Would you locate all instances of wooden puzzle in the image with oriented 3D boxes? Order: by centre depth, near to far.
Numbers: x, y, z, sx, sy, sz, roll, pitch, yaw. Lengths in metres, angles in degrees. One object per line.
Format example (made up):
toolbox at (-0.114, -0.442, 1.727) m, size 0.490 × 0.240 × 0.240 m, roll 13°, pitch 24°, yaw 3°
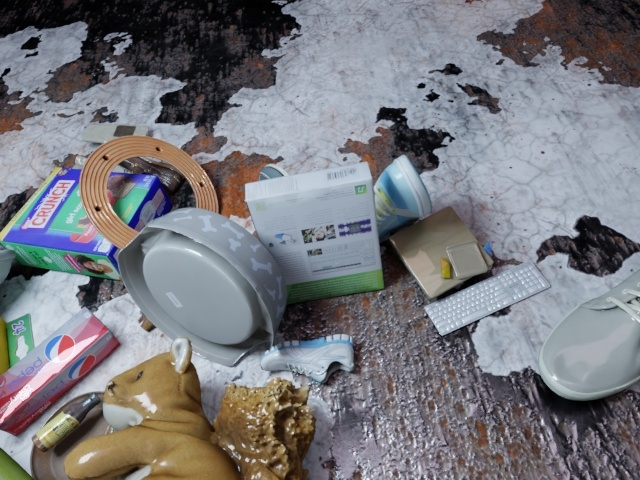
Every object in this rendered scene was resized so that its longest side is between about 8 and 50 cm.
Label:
wooden puzzle at (0.302, 0.040, 1.106) m, size 0.116 × 0.014 × 0.078 m, roll -8°, pitch 68°, yaw -3°

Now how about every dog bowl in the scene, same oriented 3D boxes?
dog bowl at (-0.220, 0.088, 1.033) m, size 0.349 × 0.348 × 0.102 m, roll 15°, pitch 42°, yaw 22°

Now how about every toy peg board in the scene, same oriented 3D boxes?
toy peg board at (0.255, 0.036, 1.160) m, size 0.161 × 0.079 × 0.160 m, roll -27°, pitch 67°, yaw -11°

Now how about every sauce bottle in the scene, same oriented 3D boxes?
sauce bottle at (-0.477, 0.339, 1.006) m, size 0.128 × 0.042 × 0.042 m, roll -42°, pitch 55°, yaw -20°

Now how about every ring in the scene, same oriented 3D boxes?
ring at (-0.408, -0.104, 1.292) m, size 0.337 × 0.032 × 0.336 m, roll 17°, pitch 58°, yaw -30°

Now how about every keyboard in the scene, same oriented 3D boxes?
keyboard at (0.345, 0.117, 1.102) m, size 0.256 × 0.014 × 0.072 m, roll -22°, pitch 50°, yaw -8°

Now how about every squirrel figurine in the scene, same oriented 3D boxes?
squirrel figurine at (-0.204, 0.353, 0.890) m, size 0.397 × 0.281 × 0.370 m, roll -4°, pitch 38°, yaw -11°

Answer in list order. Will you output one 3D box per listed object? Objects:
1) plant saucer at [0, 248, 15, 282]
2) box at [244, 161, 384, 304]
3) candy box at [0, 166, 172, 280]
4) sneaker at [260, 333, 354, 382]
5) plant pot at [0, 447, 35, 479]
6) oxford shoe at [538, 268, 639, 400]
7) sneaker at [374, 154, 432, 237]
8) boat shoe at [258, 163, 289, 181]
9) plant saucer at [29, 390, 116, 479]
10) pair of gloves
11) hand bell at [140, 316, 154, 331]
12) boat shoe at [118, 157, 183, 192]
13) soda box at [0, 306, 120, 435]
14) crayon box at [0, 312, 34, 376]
plant saucer at (-0.861, 0.144, 1.166) m, size 0.400 × 0.100 × 0.400 m, roll -24°, pitch 8°, yaw 4°
box at (0.000, 0.000, 1.065) m, size 0.232 × 0.322 × 0.058 m, roll -9°, pitch 45°, yaw 2°
candy box at (-0.585, -0.050, 1.347) m, size 0.317 × 0.122 × 0.268 m, roll 5°, pitch 51°, yaw 16°
sneaker at (-0.023, 0.239, 1.037) m, size 0.191 × 0.071 × 0.083 m, roll -11°, pitch 55°, yaw 2°
plant pot at (-0.600, 0.458, 0.809) m, size 0.353 × 0.366 × 0.366 m, roll 20°, pitch 56°, yaw 11°
oxford shoe at (0.588, 0.132, 0.971) m, size 0.449 × 0.130 × 0.169 m, roll -27°, pitch 53°, yaw -10°
sneaker at (0.113, -0.059, 1.129) m, size 0.208 × 0.319 × 0.127 m, roll -27°, pitch 76°, yaw -2°
boat shoe at (-0.087, -0.067, 1.273) m, size 0.099 × 0.116 × 0.319 m, roll -25°, pitch 56°, yaw -15°
plant saucer at (-0.446, 0.387, 1.012) m, size 0.199 × 0.036 × 0.198 m, roll -5°, pitch 50°, yaw 6°
pair of gloves at (-0.621, -0.259, 1.582) m, size 0.204 × 0.042 × 0.240 m, roll 0°, pitch 56°, yaw 4°
hand bell at (-0.317, 0.103, 1.202) m, size 0.126 × 0.126 × 0.242 m, roll 27°, pitch 73°, yaw 29°
boat shoe at (-0.482, -0.189, 1.465) m, size 0.207 × 0.073 × 0.073 m, roll 18°, pitch 70°, yaw 13°
soda box at (-0.550, 0.265, 1.089) m, size 0.083 × 0.092 × 0.263 m, roll 37°, pitch 65°, yaw 17°
crayon box at (-0.792, 0.278, 1.138) m, size 0.323 × 0.083 × 0.203 m, roll -25°, pitch 51°, yaw -11°
